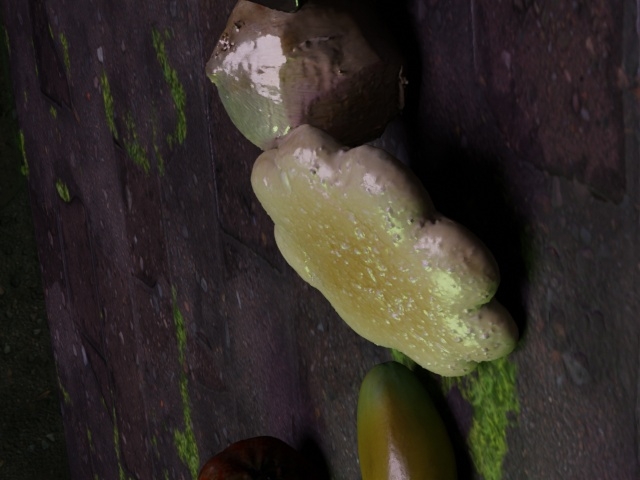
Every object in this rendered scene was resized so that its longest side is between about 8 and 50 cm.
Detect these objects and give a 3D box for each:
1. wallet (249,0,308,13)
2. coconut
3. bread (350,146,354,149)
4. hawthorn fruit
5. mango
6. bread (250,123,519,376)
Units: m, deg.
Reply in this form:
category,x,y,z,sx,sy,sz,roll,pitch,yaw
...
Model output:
category,x,y,z,sx,sy,sz,roll,pitch,yaw
wallet,-0.095,-0.352,1.343,0.165,0.042,0.309,19,138,46
coconut,-0.020,-0.173,1.485,0.194,0.194,0.194,167,90,-68
bread,-0.012,-0.149,1.673,0.088,0.049,0.226,138,118,-66
hawthorn fruit,-0.081,0.362,1.978,0.235,0.181,0.181,106,144,-59
mango,0.088,0.223,1.578,0.130,0.092,0.195,148,112,-69
bread,0.054,0.018,1.427,0.316,0.054,0.316,37,155,20
